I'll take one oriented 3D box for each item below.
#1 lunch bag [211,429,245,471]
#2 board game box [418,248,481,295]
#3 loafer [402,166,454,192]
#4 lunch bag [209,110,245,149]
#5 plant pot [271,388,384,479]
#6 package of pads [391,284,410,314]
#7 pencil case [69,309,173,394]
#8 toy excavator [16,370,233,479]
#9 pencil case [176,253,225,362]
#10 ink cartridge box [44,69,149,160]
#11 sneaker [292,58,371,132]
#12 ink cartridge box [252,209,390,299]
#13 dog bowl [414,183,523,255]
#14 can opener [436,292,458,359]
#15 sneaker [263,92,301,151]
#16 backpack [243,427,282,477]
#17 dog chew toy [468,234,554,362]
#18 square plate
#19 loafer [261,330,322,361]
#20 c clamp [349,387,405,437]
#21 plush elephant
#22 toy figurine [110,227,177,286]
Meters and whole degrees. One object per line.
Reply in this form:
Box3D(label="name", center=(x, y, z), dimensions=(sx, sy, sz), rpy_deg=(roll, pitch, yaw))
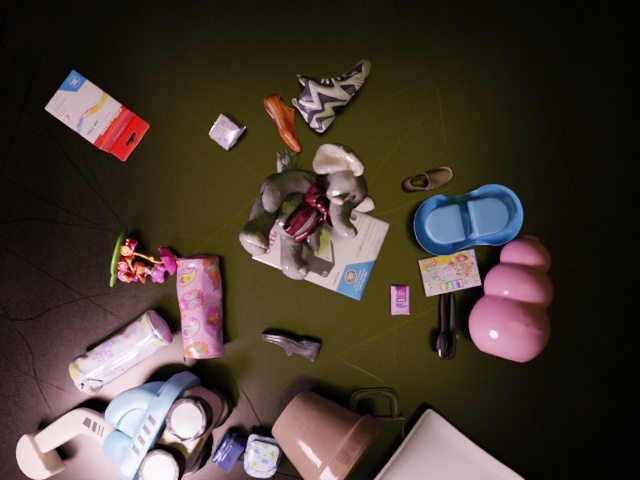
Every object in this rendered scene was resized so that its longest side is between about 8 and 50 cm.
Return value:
Box3D(label="lunch bag", center=(-0.254, 0.571, 1.570), dimensions=(0.065, 0.067, 0.098), rpy_deg=(32, 89, -7))
Box3D(label="board game box", center=(0.360, 0.089, 1.598), dimensions=(0.154, 0.026, 0.103), rpy_deg=(-13, 91, -1))
Box3D(label="loafer", center=(0.302, -0.166, 1.583), dimensions=(0.148, 0.050, 0.056), rpy_deg=(-19, 91, -1))
Box3D(label="lunch bag", center=(-0.259, -0.300, 1.573), dimensions=(0.071, 0.053, 0.083), rpy_deg=(39, 115, -1))
Box3D(label="plant pot", center=(0.002, 0.519, 1.502), dimensions=(0.229, 0.263, 0.263), rpy_deg=(36, 90, 16))
Box3D(label="package of pads", center=(0.222, 0.166, 1.594), dimensions=(0.050, 0.032, 0.083), rpy_deg=(-1, 90, -4))
Box3D(label="pencil case", center=(-0.534, 0.300, 1.539), dimensions=(0.273, 0.124, 0.113), rpy_deg=(-33, 91, -1))
Box3D(label="toy excavator", center=(-0.523, 0.501, 1.520), dimensions=(0.445, 0.222, 0.433), rpy_deg=(28, 88, 12))
Box3D(label="pencil case", center=(-0.324, 0.179, 1.546), dimensions=(0.124, 0.124, 0.284), rpy_deg=(-4, 91, -1))
Box3D(label="ink cartridge box", center=(-0.601, -0.336, 1.555), dimensions=(0.231, 0.078, 0.134), rpy_deg=(35, 90, -1))
Box3D(label="sneaker", center=(0.017, -0.428, 1.555), dimensions=(0.153, 0.094, 0.235), rpy_deg=(38, 100, -9))
Box3D(label="ink cartridge box", center=(0.000, 0.000, 1.541), dimensions=(0.307, 0.129, 0.223), rpy_deg=(22, 90, 0))
Box3D(label="dog bowl", center=(0.398, -0.055, 1.575), dimensions=(0.297, 0.074, 0.166), rpy_deg=(-12, 91, -1))
Box3D(label="can opener", center=(0.355, 0.238, 1.585), dimensions=(0.059, 0.073, 0.186), rpy_deg=(7, 81, 7))
Box3D(label="sneaker", center=(-0.091, -0.326, 1.572), dimensions=(0.067, 0.064, 0.175), rpy_deg=(-27, 94, -10))
Box3D(label="backpack", center=(-0.159, 0.588, 1.566), dimensions=(0.105, 0.084, 0.114), rpy_deg=(12, 93, 1))
Box3D(label="dog chew toy", center=(0.520, 0.147, 1.523), dimensions=(0.207, 0.206, 0.331), rpy_deg=(16, 82, -1))
Box3D(label="square plate", center=(0.330, 0.697, 1.591), dimensions=(0.347, 0.049, 0.344), rpy_deg=(37, 89, -1))
Box3D(label="loafer", center=(-0.083, 0.290, 1.578), dimensions=(0.170, 0.062, 0.061), rpy_deg=(14, 95, 0))
Box3D(label="c clamp", center=(0.160, 0.481, 1.600), dimensions=(0.161, 0.022, 0.137), rpy_deg=(4, 91, -1))
Box3D(label="plush elephant", center=(0.001, -0.084, 1.344), dimensions=(0.255, 0.272, 0.330), rpy_deg=(-5, 62, 23))
Box3D(label="toy figurine", center=(-0.473, 0.068, 1.555), dimensions=(0.159, 0.130, 0.173), rpy_deg=(15, 112, -10))
